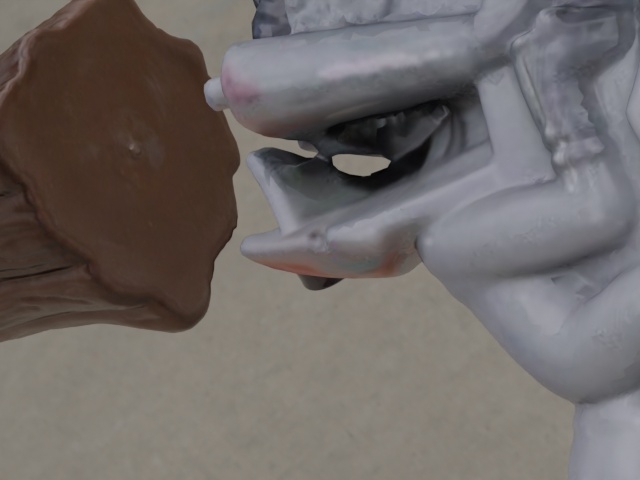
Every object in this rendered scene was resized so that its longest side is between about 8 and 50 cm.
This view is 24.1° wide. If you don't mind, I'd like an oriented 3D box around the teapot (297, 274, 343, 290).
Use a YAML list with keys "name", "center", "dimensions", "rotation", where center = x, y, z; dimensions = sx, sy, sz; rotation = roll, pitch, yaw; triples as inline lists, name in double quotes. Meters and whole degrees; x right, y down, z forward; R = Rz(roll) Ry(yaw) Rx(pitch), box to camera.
- name: "teapot"
  center: [0.000, 0.000, 1.083]
  dimensions: [0.100, 0.045, 0.068]
  rotation: [-18, 33, 38]

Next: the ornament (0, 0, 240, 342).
- name: "ornament"
  center: [-0.201, -0.028, 1.006]
  dimensions: [0.218, 0.235, 0.221]
  rotation: [-20, -5, 37]

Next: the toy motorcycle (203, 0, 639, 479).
- name: "toy motorcycle"
  center: [0.092, -0.005, 0.365]
  dimensions: [0.260, 0.110, 0.170]
  rotation: [11, 89, 22]
